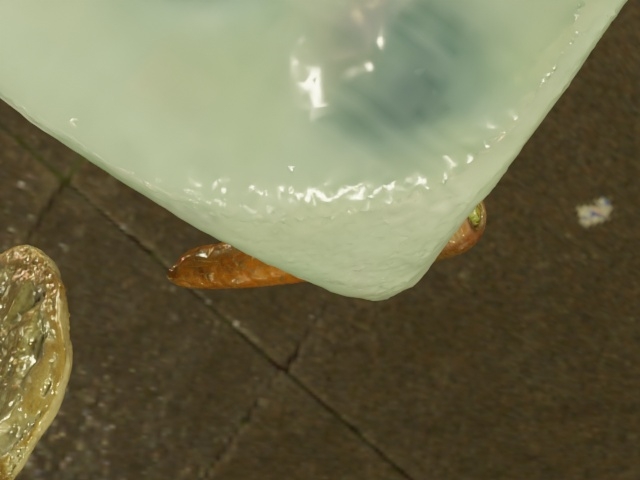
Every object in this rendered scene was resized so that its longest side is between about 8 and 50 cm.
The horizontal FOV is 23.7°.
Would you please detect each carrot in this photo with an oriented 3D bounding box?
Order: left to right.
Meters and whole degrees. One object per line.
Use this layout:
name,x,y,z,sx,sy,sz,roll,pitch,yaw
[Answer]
carrot,0.000,0.000,0.829,0.191,0.047,0.047,-11,74,29

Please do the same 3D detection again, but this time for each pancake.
pancake,-0.183,0.076,0.841,0.152,0.025,0.151,-25,52,37

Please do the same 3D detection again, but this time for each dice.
dice,-0.007,-0.154,0.601,0.268,0.262,0.264,35,99,1
